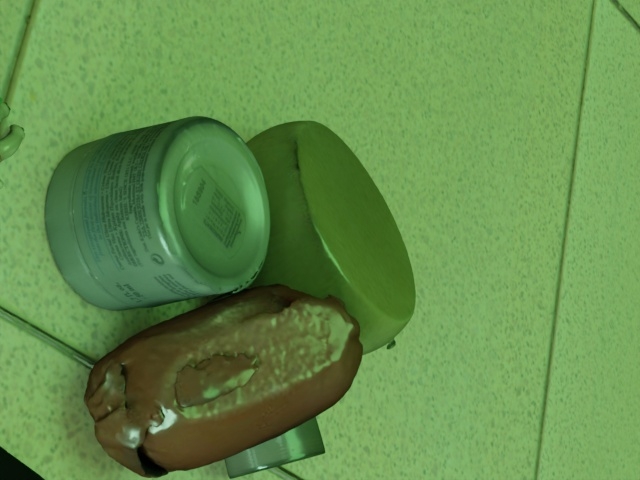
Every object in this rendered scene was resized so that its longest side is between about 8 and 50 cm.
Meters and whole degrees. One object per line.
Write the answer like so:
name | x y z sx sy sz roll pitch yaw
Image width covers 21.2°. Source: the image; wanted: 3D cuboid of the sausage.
sausage | -0.094 0.134 1.662 0.279 0.152 0.152 -22 101 -16

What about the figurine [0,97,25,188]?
figurine | -0.317 -0.073 1.552 0.083 0.083 0.187 64 30 -20

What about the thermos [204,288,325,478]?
thermos | -0.067 0.146 1.812 0.137 0.105 0.193 17 56 -75

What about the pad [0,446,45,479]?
pad | -0.270 0.257 1.541 0.190 0.004 0.127 48 30 -43

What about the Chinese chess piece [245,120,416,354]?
Chinese chess piece | 0.000 0.000 1.855 0.273 0.102 0.273 50 24 -31

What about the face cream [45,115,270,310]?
face cream | -0.156 -0.025 1.678 0.177 0.153 0.177 15 71 -51
